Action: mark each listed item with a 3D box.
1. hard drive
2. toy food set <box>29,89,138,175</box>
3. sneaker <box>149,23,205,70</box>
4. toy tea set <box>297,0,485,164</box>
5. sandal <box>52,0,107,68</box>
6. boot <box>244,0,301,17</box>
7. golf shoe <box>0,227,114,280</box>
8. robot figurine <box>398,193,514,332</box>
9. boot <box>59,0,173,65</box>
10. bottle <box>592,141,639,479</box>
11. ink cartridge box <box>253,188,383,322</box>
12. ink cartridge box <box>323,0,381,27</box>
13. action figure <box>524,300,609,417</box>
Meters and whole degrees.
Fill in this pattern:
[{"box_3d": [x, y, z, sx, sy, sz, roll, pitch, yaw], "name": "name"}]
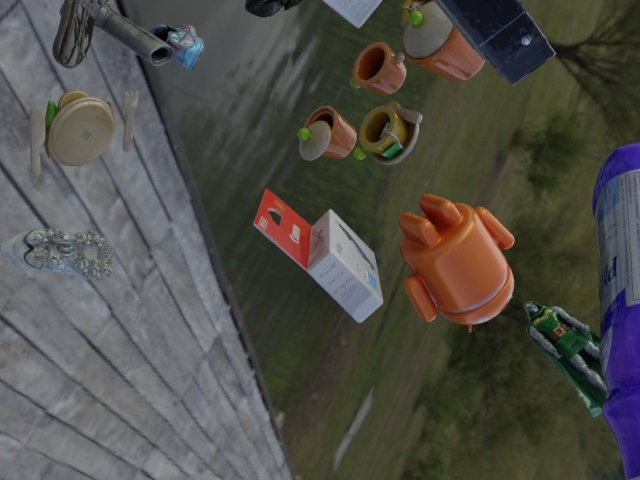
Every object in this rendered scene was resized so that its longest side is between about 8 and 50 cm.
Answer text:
[{"box_3d": [0.088, -0.326, 0.742, 0.064, 0.339, 0.236, -35, -140, 21], "name": "hard drive"}, {"box_3d": [-0.387, -0.181, 1.230, 0.192, 0.039, 0.132, -23, 138, -44], "name": "toy food set"}, {"box_3d": [-0.392, -0.537, 2.021, 0.104, 0.125, 0.262, -60, -148, 8], "name": "sneaker"}, {"box_3d": [0.084, -0.233, 1.088, 0.124, 0.200, 0.336, 24, 113, -40], "name": "toy tea set"}, {"box_3d": [-0.349, -0.352, 1.102, 0.090, 0.060, 0.219, 63, 42, -78], "name": "sandal"}, {"box_3d": [-0.149, -0.573, 1.596, 0.094, 0.247, 0.207, 16, 75, -66], "name": "boot"}, {"box_3d": [-0.361, 0.017, 1.055, 0.176, 0.086, 0.069, 26, 65, -62], "name": "golf shoe"}, {"box_3d": [0.203, 0.033, 1.121, 0.219, 0.128, 0.158, 54, 40, -25], "name": "robot figurine"}, {"box_3d": [-0.461, -0.475, 1.745, 0.076, 0.208, 0.190, -51, 169, 31], "name": "boot"}, {"box_3d": [0.260, 0.064, 0.582, 0.118, 0.092, 0.282, 66, 28, -58], "name": "bottle"}, {"box_3d": [0.000, 0.000, 1.451, 0.066, 0.261, 0.296, -44, -168, 12], "name": "ink cartridge box"}, {"box_3d": [0.032, -0.490, 1.233, 0.189, 0.232, 0.066, -49, -165, 20], "name": "ink cartridge box"}, {"box_3d": [0.451, 0.187, 1.376, 0.137, 0.232, 0.063, -41, 142, -5], "name": "action figure"}]
